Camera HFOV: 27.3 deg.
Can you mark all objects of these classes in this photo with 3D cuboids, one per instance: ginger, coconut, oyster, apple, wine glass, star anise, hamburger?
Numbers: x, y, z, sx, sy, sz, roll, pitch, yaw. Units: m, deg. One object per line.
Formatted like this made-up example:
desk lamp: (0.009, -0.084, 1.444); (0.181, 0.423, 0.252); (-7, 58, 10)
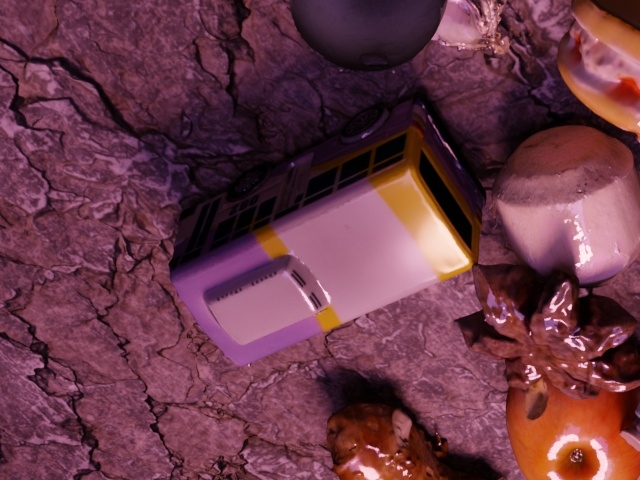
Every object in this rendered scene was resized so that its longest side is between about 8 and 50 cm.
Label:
ginger: (0.172, 0.408, 2.213); (0.254, 0.176, 0.418); (-25, 120, 15)
coconut: (0.357, -0.034, 1.851); (0.224, 0.224, 0.234); (-7, 117, 13)
oyster: (0.184, -0.310, 1.785); (0.163, 0.081, 0.191); (-6, 143, 41)
apple: (0.402, 0.273, 2.039); (0.242, 0.241, 0.242); (6, 127, 8)
wine glass: (0.072, -0.349, 1.594); (0.190, 0.357, 0.190); (5, 124, 8)
star anise: (0.308, 0.124, 1.839); (0.315, 0.108, 0.315); (19, 154, 9)
hamburger: (0.454, -0.244, 1.688); (0.303, 0.261, 0.186); (-21, 137, -27)

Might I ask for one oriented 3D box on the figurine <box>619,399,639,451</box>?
figurine: (0.584, 0.178, 1.745); (0.266, 0.378, 0.361); (40, 91, 10)

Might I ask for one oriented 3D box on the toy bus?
toy bus: (0.000, 0.000, 1.907); (0.440, 0.249, 0.209); (-24, 117, 23)
